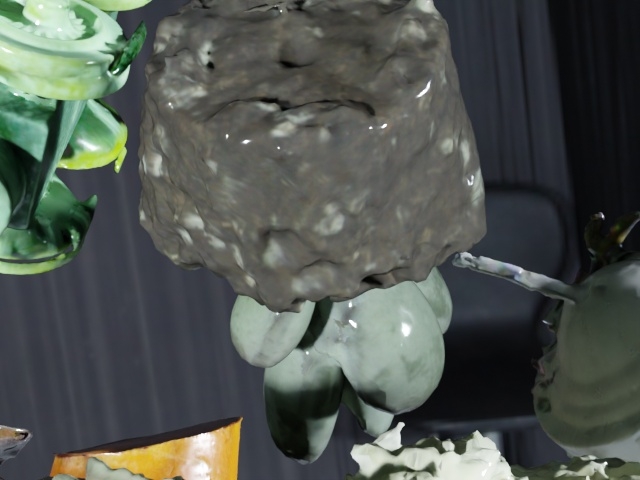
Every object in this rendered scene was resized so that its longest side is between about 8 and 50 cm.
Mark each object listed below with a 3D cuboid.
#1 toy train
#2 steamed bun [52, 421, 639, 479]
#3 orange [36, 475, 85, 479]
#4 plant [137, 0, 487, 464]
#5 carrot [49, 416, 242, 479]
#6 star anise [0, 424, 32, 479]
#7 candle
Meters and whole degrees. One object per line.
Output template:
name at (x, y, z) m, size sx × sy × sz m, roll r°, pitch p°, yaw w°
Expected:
toy train at (-0.195, -0.101, 0.795) m, size 0.188 × 0.159 × 0.271 m, roll 16°, pitch 32°, yaw -6°
steamed bun at (0.061, 0.196, 0.651) m, size 0.272 × 0.273 × 0.290 m, roll -12°, pitch -5°, yaw -31°
orange at (-0.196, 0.339, 1.035) m, size 0.249 × 0.329 × 0.329 m, roll 8°, pitch 10°, yaw -7°
plant at (-0.002, 0.000, 0.696) m, size 0.146 × 0.274 × 0.149 m, roll -30°, pitch 53°, yaw -14°
carrot at (-0.187, 0.321, 1.373) m, size 0.214 × 0.331 × 0.193 m, roll 17°, pitch -19°, yaw -41°
star anise at (-0.412, 0.219, 1.451) m, size 0.231 × 0.089 × 0.209 m, roll 38°, pitch 41°, yaw 13°
candle at (0.239, 0.093, 0.962) m, size 0.187 × 0.330 × 0.187 m, roll -42°, pitch 22°, yaw 21°
